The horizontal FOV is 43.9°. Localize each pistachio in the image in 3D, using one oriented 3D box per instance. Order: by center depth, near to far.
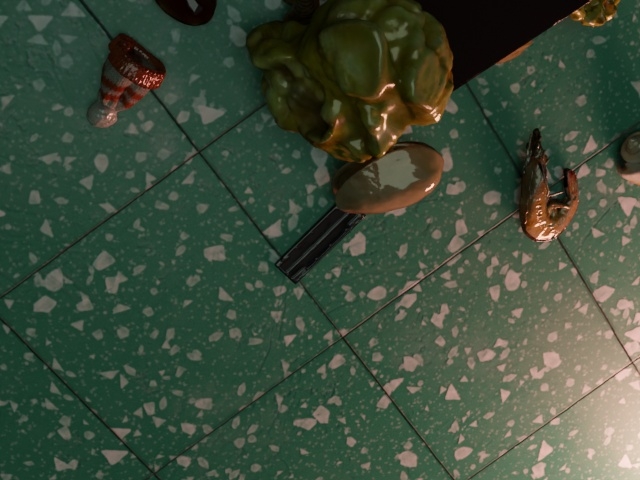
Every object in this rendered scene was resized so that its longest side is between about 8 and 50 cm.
[{"bbox_3d":[0.130,-0.121,1.531,0.223,0.126,0.152,-21,139,8],"label":"pistachio"}]

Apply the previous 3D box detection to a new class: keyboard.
[{"bbox_3d":[0.000,0.000,1.606,0.202,0.011,0.067,-44,109,5],"label":"keyboard"}]

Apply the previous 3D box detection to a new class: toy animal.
[{"bbox_3d":[-0.048,-0.447,1.383,0.057,0.099,0.241,-52,146,-35],"label":"toy animal"}]

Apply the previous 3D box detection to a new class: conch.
[{"bbox_3d":[0.691,-0.165,1.673,0.176,0.094,0.104,30,86,-46],"label":"conch"}]

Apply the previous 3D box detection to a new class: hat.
[{"bbox_3d":[-0.360,-0.271,1.414,0.112,0.093,0.162,38,115,-10],"label":"hat"}]

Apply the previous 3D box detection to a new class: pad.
[{"bbox_3d":[0.252,-0.409,1.397,0.248,0.007,0.367,38,139,-20],"label":"pad"}]

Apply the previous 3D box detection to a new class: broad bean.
[{"bbox_3d":[-0.241,-0.451,1.371,0.114,0.084,0.165,-22,105,-21],"label":"broad bean"}]

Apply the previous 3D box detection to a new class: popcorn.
[{"bbox_3d":[0.064,-0.292,1.371,0.334,0.293,0.292,-20,103,32],"label":"popcorn"}]

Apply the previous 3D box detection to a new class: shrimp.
[{"bbox_3d":[0.473,-0.116,1.651,0.144,0.052,0.251,-17,119,-17],"label":"shrimp"}]

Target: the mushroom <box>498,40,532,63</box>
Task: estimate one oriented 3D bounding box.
[{"bbox_3d":[0.346,-0.493,1.458,0.159,0.122,0.328,-8,110,-5],"label":"mushroom"}]

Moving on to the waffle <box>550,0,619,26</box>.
[{"bbox_3d":[0.462,-0.537,1.428,0.307,0.060,0.311,-12,94,-45],"label":"waffle"}]
